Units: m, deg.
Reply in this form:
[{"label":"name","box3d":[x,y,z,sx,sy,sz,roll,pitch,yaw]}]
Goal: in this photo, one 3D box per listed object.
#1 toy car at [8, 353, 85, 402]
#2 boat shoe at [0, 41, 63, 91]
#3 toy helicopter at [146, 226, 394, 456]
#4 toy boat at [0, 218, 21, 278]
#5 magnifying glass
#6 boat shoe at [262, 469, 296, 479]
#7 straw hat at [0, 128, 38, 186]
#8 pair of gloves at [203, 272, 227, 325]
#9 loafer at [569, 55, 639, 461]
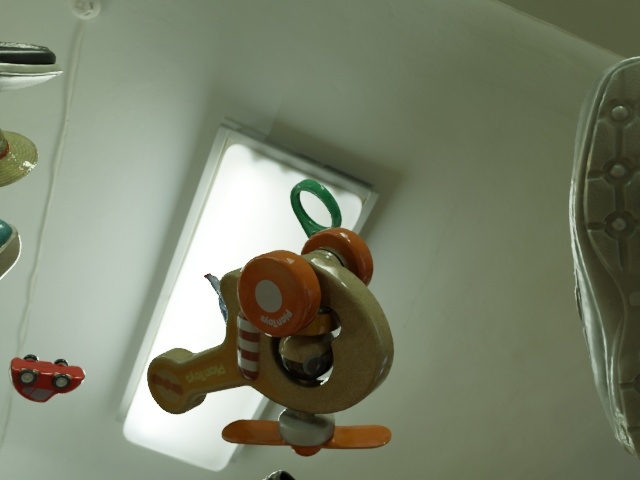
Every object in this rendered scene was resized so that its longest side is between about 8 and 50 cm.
[{"label":"toy car","box3d":[-0.476,0.168,0.771,0.225,0.239,0.053,21,-86,28]},{"label":"boat shoe","box3d":[-0.317,-0.159,0.458,0.084,0.233,0.079,-7,-84,33]},{"label":"toy helicopter","box3d":[-0.070,0.148,0.654,0.355,0.140,0.234,-24,-91,34]},{"label":"toy boat","box3d":[-0.683,0.032,0.946,0.319,0.267,0.148,6,-50,25]},{"label":"magnifying glass","box3d":[0.000,0.000,0.927,0.092,0.026,0.230,26,-36,33]},{"label":"boat shoe","box3d":[-0.030,0.559,1.138,0.227,0.081,0.068,47,-58,7]},{"label":"straw hat","box3d":[-0.494,-0.140,0.832,0.145,0.144,0.061,12,-43,-1]},{"label":"pair of gloves","box3d":[-0.110,0.120,0.855,0.023,0.198,0.159,-33,-109,0]},{"label":"loafer","box3d":[0.254,0.018,0.463,0.112,0.111,0.319,-5,-79,10]}]
